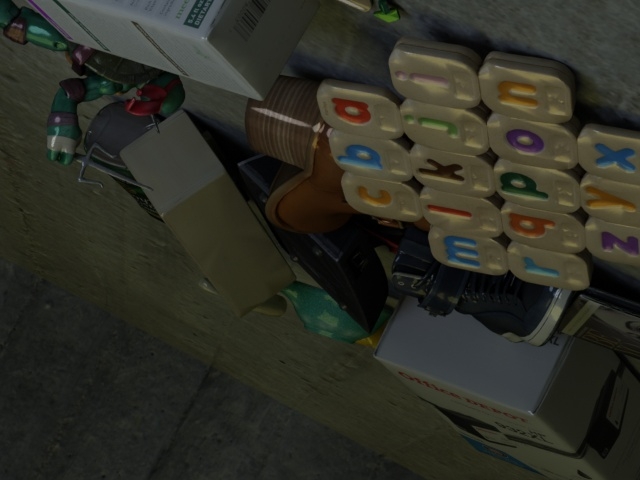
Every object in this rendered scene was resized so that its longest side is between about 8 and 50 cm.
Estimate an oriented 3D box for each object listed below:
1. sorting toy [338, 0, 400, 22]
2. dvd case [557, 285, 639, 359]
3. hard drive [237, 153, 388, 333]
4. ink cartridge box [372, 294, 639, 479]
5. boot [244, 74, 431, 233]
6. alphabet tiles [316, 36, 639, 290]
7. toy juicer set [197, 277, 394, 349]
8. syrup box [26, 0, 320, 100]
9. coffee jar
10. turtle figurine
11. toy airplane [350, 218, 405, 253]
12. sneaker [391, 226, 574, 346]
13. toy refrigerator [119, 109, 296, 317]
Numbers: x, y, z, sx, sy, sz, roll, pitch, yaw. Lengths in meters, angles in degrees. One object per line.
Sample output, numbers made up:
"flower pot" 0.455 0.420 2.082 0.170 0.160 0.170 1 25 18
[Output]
"sorting toy" 0.021 -0.186 1.254 0.083 0.012 0.062 25 167 13
"dvd case" 0.345 0.103 1.658 0.221 0.018 0.164 20 167 3
"hard drive" 0.000 0.000 1.822 0.172 0.054 0.254 44 173 20
"ink cartridge box" 0.234 0.168 1.938 0.223 0.129 0.307 18 164 37
"boot" 0.063 -0.052 1.543 0.220 0.109 0.283 19 158 16
"alphabet tiles" 0.140 -0.054 1.337 0.278 0.021 0.284 11 149 19
"toy juicer set" 0.027 0.080 2.141 0.329 0.089 0.209 17 179 8
"syrup box" -0.127 -0.195 1.321 0.237 0.093 0.096 21 166 37
"coffee jar" -0.189 -0.081 1.939 0.096 0.079 0.184 21 166 28
"turtle figurine" -0.195 -0.160 1.479 0.234 0.175 0.118 40 129 2
"toy airplane" 0.080 0.005 1.842 0.151 0.028 0.151 24 169 5
"sneaker" 0.158 0.036 1.681 0.163 0.086 0.226 29 166 -6
"toy refrigerator" -0.117 -0.027 1.887 0.102 0.094 0.269 54 178 31
